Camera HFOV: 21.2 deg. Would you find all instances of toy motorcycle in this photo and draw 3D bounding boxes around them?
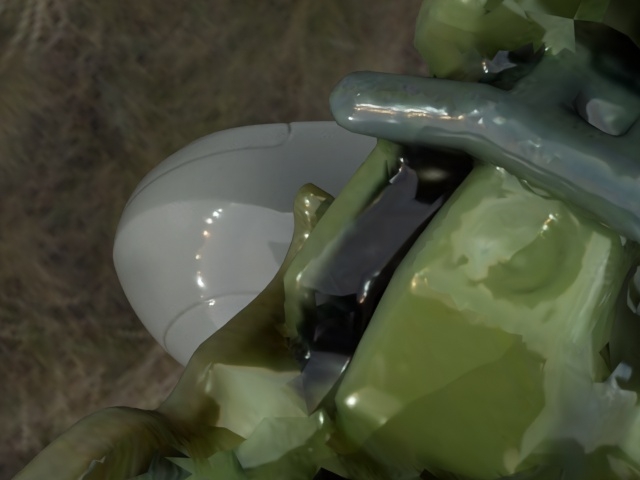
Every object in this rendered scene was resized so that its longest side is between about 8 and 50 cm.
[{"bbox_3d":[0.038,0.064,0.519,0.410,0.169,0.237,-56,160,-23],"label":"toy motorcycle"}]

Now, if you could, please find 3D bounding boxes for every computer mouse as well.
[{"bbox_3d":[0.053,0.018,0.797,0.297,0.121,0.184,2,156,-13],"label":"computer mouse"}]
